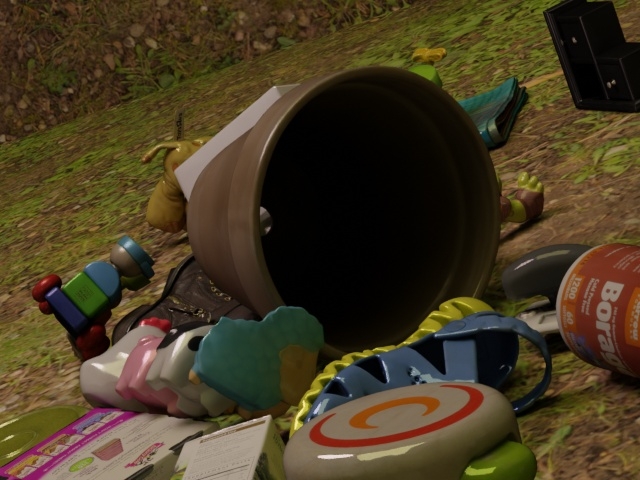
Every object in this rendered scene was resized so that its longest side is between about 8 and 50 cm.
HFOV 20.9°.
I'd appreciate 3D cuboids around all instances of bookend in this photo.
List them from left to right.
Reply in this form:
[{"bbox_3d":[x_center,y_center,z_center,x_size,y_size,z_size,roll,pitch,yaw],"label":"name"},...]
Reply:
[{"bbox_3d":[0.412,-0.270,2.490,0.072,0.156,0.157,-28,18,-20],"label":"bookend"}]

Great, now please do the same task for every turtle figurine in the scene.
[{"bbox_3d":[0.175,-0.019,2.114,0.217,0.087,0.269,-25,6,-38],"label":"turtle figurine"}]

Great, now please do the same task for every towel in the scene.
[{"bbox_3d":[0.127,-0.152,2.696,0.370,0.040,0.271,-16,16,21],"label":"towel"}]

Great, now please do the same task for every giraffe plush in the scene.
[{"bbox_3d":[-0.155,-0.080,2.646,0.181,0.210,0.170,-36,49,-28],"label":"giraffe plush"}]

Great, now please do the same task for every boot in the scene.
[{"bbox_3d":[-0.111,0.092,2.162,0.229,0.091,0.263,-2,31,41],"label":"boot"}]

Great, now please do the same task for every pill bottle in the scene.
[{"bbox_3d":[0.317,0.071,1.565,0.121,0.121,0.216,-28,16,-20],"label":"pill bottle"}]

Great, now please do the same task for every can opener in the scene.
[{"bbox_3d":[0.315,0.038,1.723,0.283,0.095,0.076,-14,18,27],"label":"can opener"}]

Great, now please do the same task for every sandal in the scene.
[{"bbox_3d":[0.101,0.147,1.617,0.138,0.126,0.317,3,30,48],"label":"sandal"}]

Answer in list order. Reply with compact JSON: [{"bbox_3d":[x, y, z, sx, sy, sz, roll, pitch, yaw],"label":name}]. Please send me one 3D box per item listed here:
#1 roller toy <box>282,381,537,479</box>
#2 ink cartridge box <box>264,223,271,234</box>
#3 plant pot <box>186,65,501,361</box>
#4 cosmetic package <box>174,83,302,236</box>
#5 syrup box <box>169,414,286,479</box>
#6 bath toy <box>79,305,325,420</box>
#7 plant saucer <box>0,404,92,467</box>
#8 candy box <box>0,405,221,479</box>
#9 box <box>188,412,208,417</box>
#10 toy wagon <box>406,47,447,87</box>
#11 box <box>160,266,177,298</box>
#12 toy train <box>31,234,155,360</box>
[{"bbox_3d":[0.074,0.208,1.398,0.191,0.146,0.209,-13,10,-2],"label":"roller toy"},{"bbox_3d":[0.000,0.000,2.275,0.122,0.088,0.052,-26,18,-13],"label":"ink cartridge box"},{"bbox_3d":[-0.006,-0.022,1.961,0.323,0.323,0.280,-31,14,-29],"label":"plant pot"},{"bbox_3d":[-0.032,-0.104,2.340,0.224,0.138,0.224,-36,-14,37],"label":"cosmetic package"},{"bbox_3d":[-0.082,0.255,1.544,0.096,0.093,0.237,-19,16,12],"label":"syrup box"},{"bbox_3d":[-0.131,0.134,1.847,0.348,0.151,0.129,-12,44,58],"label":"bath toy"},{"bbox_3d":[-0.354,0.252,2.018,0.241,0.037,0.241,-21,16,6],"label":"plant saucer"},{"bbox_3d":[-0.216,0.245,1.794,0.159,0.071,0.233,-32,18,-34],"label":"candy box"},{"bbox_3d":[-0.119,0.157,1.973,0.136,0.028,0.081,-11,49,29],"label":"box"},{"bbox_3d":[0.089,-0.162,2.586,0.267,0.068,0.344,4,43,46],"label":"toy wagon"},{"bbox_3d":[-0.159,0.056,2.414,0.116,0.029,0.162,-19,17,8],"label":"box"},{"bbox_3d":[-0.281,0.077,2.261,0.143,0.105,0.248,-42,-7,-11],"label":"toy train"}]
